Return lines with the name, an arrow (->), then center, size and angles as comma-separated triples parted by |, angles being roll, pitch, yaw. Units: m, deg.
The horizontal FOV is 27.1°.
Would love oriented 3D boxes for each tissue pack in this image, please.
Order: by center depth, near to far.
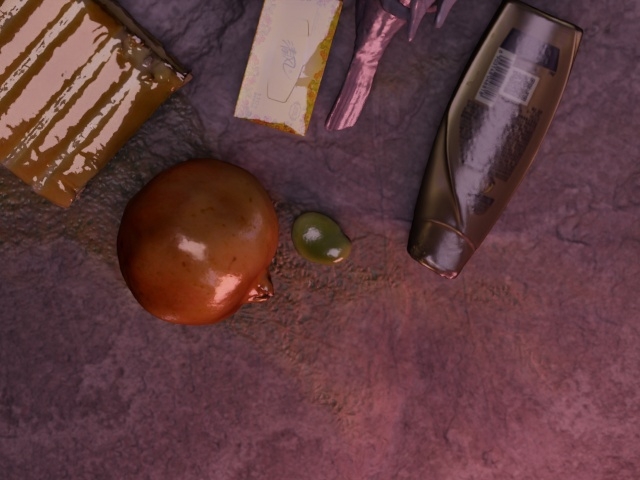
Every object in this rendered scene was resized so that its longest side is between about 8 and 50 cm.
tissue pack -> -0.040, -0.227, 1.645 | 0.095, 0.062, 0.176 | 16, 104, -3

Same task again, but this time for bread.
bread -> -0.317, -0.199, 1.630 | 0.239, 0.111, 0.246 | 41, 98, -11

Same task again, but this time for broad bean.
broad bean -> 0.000, 0.000, 1.708 | 0.083, 0.045, 0.063 | 31, 101, 1

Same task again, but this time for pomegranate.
pomegranate -> -0.152, 0.002, 1.629 | 0.209, 0.209, 0.209 | 0, 103, 1

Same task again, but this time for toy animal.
toy animal -> 0.092, -0.292, 1.567 | 0.081, 0.206, 0.367 | 1, 105, -29

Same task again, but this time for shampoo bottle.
shampoo bottle -> 0.207, -0.122, 1.655 | 0.125, 0.084, 0.350 | 22, 103, -2
